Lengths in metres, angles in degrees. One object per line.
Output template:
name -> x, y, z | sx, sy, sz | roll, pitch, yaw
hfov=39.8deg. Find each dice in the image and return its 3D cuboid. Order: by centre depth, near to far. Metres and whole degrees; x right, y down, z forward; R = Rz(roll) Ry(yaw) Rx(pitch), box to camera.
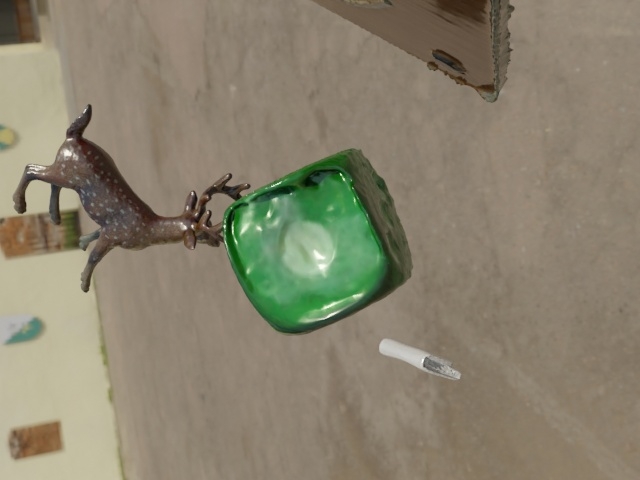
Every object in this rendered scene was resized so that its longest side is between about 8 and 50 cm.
dice -> 0.000, 0.000, 0.772 | 0.128, 0.131, 0.120 | 64, -163, -3

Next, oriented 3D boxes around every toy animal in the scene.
toy animal -> -0.231, -0.039, 1.073 | 0.260, 0.243, 0.087 | -32, 23, 31

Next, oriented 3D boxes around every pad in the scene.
pad -> -0.021, -0.177, 0.499 | 0.018, 0.286, 0.284 | -59, -12, 4

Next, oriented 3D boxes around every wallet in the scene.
wallet -> 0.125, 0.150, 1.114 | 0.025, 0.061, 0.122 | -67, 21, -6
